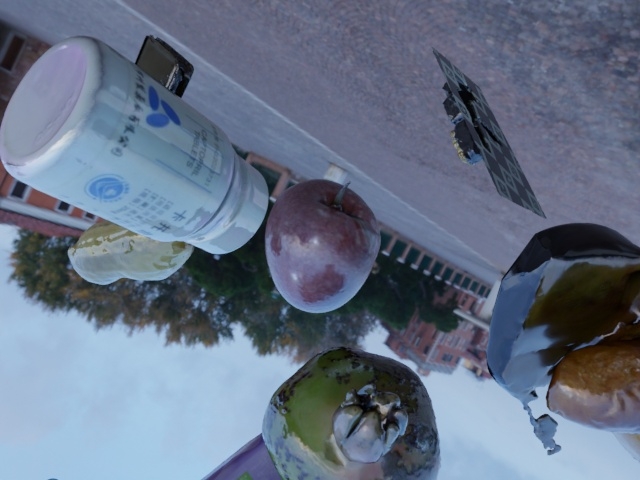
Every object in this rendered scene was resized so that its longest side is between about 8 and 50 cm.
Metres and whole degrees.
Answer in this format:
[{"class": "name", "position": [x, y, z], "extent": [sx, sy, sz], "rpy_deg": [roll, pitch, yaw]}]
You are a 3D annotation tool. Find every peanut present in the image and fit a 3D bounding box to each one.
[{"class": "peanut", "position": [-0.356, 0.019, 1.062], "extent": [0.319, 0.147, 0.148], "rpy_deg": [-15, 157, 32]}]

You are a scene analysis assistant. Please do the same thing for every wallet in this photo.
[{"class": "wallet", "position": [-0.251, -0.178, 0.780], "extent": [0.031, 0.198, 0.110], "rpy_deg": [7, -150, -51]}]

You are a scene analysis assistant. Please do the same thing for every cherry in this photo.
[{"class": "cherry", "position": [0.000, 0.000, 1.014], "extent": [0.213, 0.285, 0.236], "rpy_deg": [24, -141, 5]}]

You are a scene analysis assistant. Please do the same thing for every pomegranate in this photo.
[{"class": "pomegranate", "position": [0.061, 0.285, 0.832], "extent": [0.285, 0.284, 0.340], "rpy_deg": [27, 156, 4]}]

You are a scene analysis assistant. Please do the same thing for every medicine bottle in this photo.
[{"class": "medicine bottle", "position": [-0.202, -0.092, 0.664], "extent": [0.170, 0.170, 0.293], "rpy_deg": [28, 177, 36]}]

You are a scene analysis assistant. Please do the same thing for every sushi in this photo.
[{"class": "sushi", "position": [0.240, -0.156, 0.856], "extent": [0.193, 0.043, 0.279], "rpy_deg": [13, -128, -49]}]

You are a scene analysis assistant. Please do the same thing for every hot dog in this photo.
[{"class": "hot dog", "position": [0.259, 0.106, 0.359], "extent": [0.326, 0.193, 0.107], "rpy_deg": [4, -154, -21]}]

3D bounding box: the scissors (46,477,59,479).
[{"class": "scissors", "position": [-0.576, 0.574, 1.272], "extent": [0.119, 0.058, 0.014], "rpy_deg": [13, 165, -35]}]

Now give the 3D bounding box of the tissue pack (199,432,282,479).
[{"class": "tissue pack", "position": [-0.156, 0.549, 1.047], "extent": [0.338, 0.160, 0.242], "rpy_deg": [-23, -105, -50]}]
